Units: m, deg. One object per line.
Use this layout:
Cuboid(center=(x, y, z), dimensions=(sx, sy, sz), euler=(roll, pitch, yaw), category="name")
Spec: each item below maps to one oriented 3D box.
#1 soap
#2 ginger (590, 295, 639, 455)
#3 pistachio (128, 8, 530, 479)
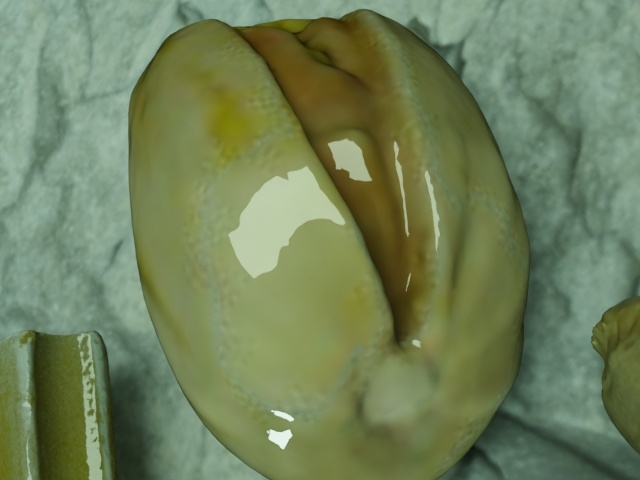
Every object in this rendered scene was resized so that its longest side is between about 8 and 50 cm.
Cuboid(center=(-0.187, 0.187, 0.667), dimensions=(0.140, 0.073, 0.232), euler=(-32, 60, 48), category="soap")
Cuboid(center=(0.280, 0.133, 0.476), dimensions=(0.190, 0.126, 0.354), euler=(-39, 55, -23), category="ginger")
Cuboid(center=(0.000, 0.000, 0.595), dimensions=(0.230, 0.230, 0.308), euler=(-28, 62, 14), category="pistachio")
